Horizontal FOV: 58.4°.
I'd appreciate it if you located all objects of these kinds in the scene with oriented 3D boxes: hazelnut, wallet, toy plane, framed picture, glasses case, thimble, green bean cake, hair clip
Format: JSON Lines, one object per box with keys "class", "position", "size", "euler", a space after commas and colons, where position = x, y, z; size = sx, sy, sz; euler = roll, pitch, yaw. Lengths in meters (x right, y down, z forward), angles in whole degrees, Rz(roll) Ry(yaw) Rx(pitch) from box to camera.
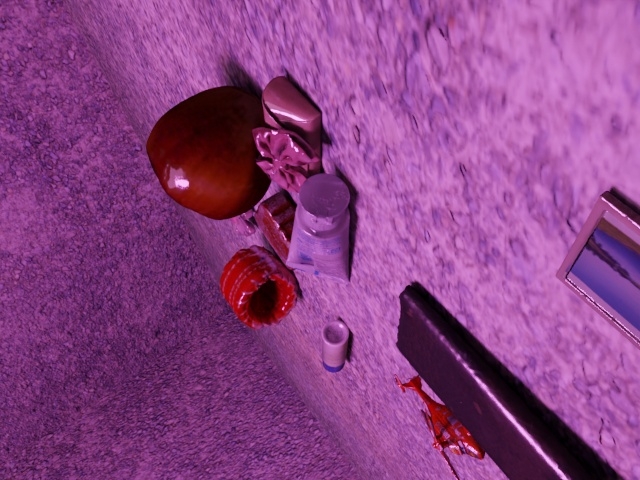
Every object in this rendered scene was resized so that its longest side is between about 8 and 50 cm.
{"class": "hazelnut", "position": [-0.153, -0.144, 0.881], "size": [0.208, 0.208, 0.208], "euler": [51, 164, 21]}
{"class": "wallet", "position": [0.204, 0.202, 0.711], "size": [0.321, 0.044, 0.170], "euler": [50, 163, 34]}
{"class": "toy plane", "position": [0.182, 0.266, 0.858], "size": [0.126, 0.077, 0.194], "euler": [62, 172, -8]}
{"class": "framed picture", "position": [0.228, 0.046, 0.375], "size": [0.149, 0.011, 0.109], "euler": [48, 162, 28]}
{"class": "glasses case", "position": [-0.040, -0.111, 0.767], "size": [0.102, 0.070, 0.193], "euler": [49, 164, 20]}
{"class": "thimble", "position": [-0.147, 0.117, 1.383], "size": [0.125, 0.163, 0.189], "euler": [45, 161, 40]}
{"class": "green bean cake", "position": [-0.062, -0.016, 1.054], "size": [0.135, 0.056, 0.136], "euler": [55, 165, 0]}
{"class": "hair clip", "position": [-0.231, -0.124, 1.324], "size": [0.173, 0.069, 0.300], "euler": [49, 173, 31]}

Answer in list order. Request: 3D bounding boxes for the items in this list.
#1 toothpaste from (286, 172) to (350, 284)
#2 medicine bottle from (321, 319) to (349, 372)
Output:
{"class": "toothpaste", "position": [0.000, 0.000, 0.864], "size": [0.114, 0.073, 0.299], "euler": [16, 158, 4]}
{"class": "medicine bottle", "position": [0.031, 0.243, 1.287], "size": [0.059, 0.059, 0.231], "euler": [51, 164, 21]}
